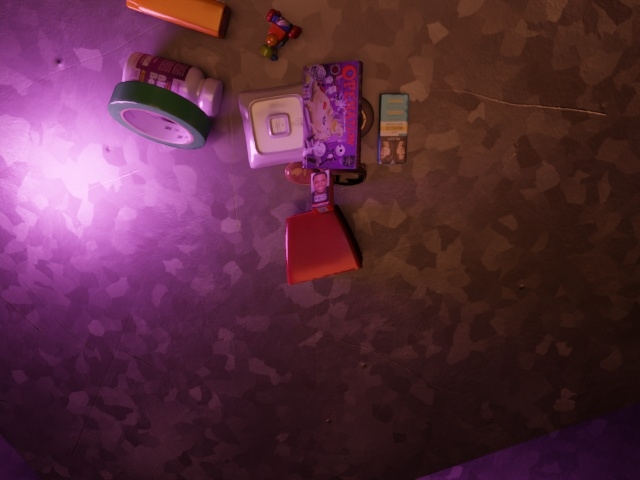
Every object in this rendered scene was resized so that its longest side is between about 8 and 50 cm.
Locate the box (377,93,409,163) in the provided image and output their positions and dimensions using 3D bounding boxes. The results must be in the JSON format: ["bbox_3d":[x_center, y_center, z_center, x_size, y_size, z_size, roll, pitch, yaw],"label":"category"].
[{"bbox_3d":[0.259,-0.399,1.632,0.101,0.060,0.244,0,109,3],"label":"box"}]

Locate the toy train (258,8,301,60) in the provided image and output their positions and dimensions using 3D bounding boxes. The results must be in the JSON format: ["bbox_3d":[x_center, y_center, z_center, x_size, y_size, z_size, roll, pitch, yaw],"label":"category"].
[{"bbox_3d":[-0.150,-0.650,1.463,0.105,0.248,0.143,34,112,-9],"label":"toy train"}]

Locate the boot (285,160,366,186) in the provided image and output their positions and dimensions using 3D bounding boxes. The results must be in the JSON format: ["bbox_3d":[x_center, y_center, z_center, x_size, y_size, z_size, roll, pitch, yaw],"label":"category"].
[{"bbox_3d":[0.017,-0.247,1.670,0.306,0.115,0.112,1,112,4],"label":"boot"}]

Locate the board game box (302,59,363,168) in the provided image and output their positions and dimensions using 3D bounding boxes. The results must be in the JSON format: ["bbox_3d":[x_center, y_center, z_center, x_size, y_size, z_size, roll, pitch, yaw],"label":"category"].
[{"bbox_3d":[0.038,-0.416,1.540,0.208,0.056,0.346,4,99,23],"label":"board game box"}]

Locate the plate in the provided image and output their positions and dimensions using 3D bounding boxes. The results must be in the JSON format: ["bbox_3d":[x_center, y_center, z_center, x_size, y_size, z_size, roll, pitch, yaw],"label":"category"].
[{"bbox_3d":[-0.144,-0.413,1.635,0.278,0.045,0.277,-7,101,5],"label":"plate"}]

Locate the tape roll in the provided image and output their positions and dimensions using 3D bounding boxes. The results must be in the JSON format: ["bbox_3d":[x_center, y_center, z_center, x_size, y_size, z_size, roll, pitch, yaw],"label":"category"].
[{"bbox_3d":[-0.535,-0.411,1.529,0.322,0.321,0.077,13,78,-2],"label":"tape roll"}]

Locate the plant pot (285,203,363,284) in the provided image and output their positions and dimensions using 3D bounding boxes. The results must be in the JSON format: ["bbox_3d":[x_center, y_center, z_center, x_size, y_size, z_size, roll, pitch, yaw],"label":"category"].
[{"bbox_3d":[0.000,0.000,1.697,0.268,0.267,0.235,-13,95,7],"label":"plant pot"}]

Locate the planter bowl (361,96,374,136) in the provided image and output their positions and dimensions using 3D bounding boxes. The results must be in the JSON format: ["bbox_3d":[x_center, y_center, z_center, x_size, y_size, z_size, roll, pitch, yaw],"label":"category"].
[{"bbox_3d":[0.112,-0.428,1.602,0.162,0.109,0.161,1,110,2],"label":"planter bowl"}]

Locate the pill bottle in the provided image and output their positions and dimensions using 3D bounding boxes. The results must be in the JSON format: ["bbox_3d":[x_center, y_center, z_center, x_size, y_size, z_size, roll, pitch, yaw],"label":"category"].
[{"bbox_3d":[-0.499,-0.524,1.561,0.302,0.169,0.169,14,110,-2],"label":"pill bottle"}]

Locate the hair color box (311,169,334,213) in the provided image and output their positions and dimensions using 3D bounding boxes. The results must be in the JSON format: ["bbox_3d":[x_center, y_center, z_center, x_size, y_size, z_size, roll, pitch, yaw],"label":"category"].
[{"bbox_3d":[0.007,-0.170,1.585,0.072,0.043,0.141,-11,65,21],"label":"hair color box"}]

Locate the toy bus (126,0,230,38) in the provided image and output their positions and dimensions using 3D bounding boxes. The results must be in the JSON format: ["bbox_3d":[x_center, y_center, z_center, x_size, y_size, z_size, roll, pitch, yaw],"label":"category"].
[{"bbox_3d":[-0.472,-0.767,1.493,0.333,0.130,0.108,17,109,-4],"label":"toy bus"}]
